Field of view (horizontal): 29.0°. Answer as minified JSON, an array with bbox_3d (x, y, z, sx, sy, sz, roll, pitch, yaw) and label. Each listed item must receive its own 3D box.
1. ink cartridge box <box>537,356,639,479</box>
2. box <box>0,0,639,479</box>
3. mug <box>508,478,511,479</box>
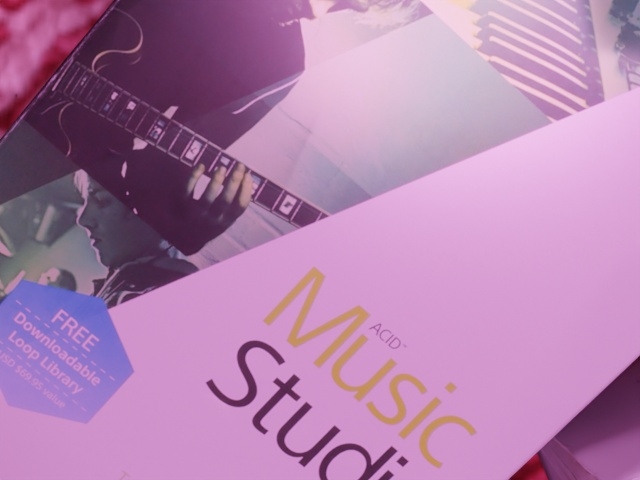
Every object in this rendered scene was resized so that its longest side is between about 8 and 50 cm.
[{"bbox_3d":[0.322,0.128,0.501,0.394,0.166,0.286,-24,94,-1],"label":"ink cartridge box"},{"bbox_3d":[0.000,0.000,0.474,0.232,0.058,0.322,40,104,-9],"label":"box"},{"bbox_3d":[0.064,0.135,0.547,0.078,0.062,0.064,-34,87,-6],"label":"mug"}]
